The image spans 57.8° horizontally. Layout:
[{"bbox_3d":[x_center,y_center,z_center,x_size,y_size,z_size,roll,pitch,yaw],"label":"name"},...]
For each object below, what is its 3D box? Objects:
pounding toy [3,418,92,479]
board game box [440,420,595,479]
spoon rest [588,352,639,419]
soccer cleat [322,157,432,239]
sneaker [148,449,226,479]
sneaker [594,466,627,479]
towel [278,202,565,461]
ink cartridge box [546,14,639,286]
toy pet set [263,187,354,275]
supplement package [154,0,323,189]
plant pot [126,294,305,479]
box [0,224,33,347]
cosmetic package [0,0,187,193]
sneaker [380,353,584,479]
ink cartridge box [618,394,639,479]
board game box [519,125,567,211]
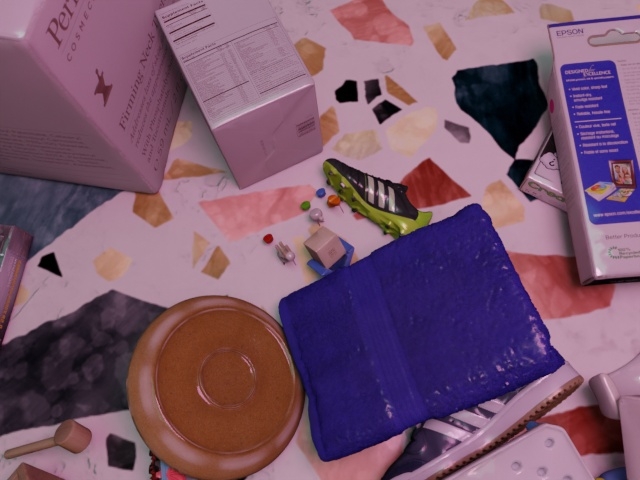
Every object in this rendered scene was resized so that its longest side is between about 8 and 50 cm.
[{"bbox_3d":[-0.343,0.330,0.724,0.206,0.094,0.181,-52,37,-12],"label":"pounding toy"},{"bbox_3d":[0.173,0.448,0.610,0.390,0.050,0.390,-30,87,1],"label":"board game box"},{"bbox_3d":[0.461,0.164,0.745,0.276,0.084,0.137,-12,72,-14],"label":"spoon rest"},{"bbox_3d":[0.082,-0.067,0.850,0.179,0.060,0.072,40,69,8],"label":"soccer cleat"},{"bbox_3d":[-0.155,0.259,0.752,0.125,0.104,0.261,8,62,-23],"label":"sneaker"},{"bbox_3d":[0.388,0.375,0.676,0.082,0.069,0.209,-11,71,-2],"label":"sneaker"},{"bbox_3d":[0.106,0.113,0.717,0.308,0.076,0.227,-28,60,19],"label":"towel"},{"bbox_3d":[0.416,-0.128,0.782,0.176,0.069,0.371,-4,75,4],"label":"ink cartridge box"},{"bbox_3d":[0.000,0.000,0.841,0.122,0.065,0.114,-41,39,-12],"label":"toy pet set"},{"bbox_3d":[-0.108,-0.222,0.836,0.149,0.194,0.203,-26,73,-5],"label":"supplement package"},{"bbox_3d":[-0.120,0.175,0.732,0.236,0.032,0.236,14,59,-23],"label":"plant pot"},{"bbox_3d":[-0.564,0.059,0.849,0.231,0.056,0.183,5,72,5],"label":"box"},{"bbox_3d":[-0.389,-0.297,0.776,0.327,0.393,0.329,9,74,7],"label":"cosmetic package"},{"bbox_3d":[0.166,0.199,0.735,0.282,0.099,0.153,-36,61,3],"label":"sneaker"},{"bbox_3d":[0.527,0.269,0.636,0.353,0.119,0.207,1,81,-13],"label":"ink cartridge box"},{"bbox_3d":[0.470,-0.091,0.829,0.305,0.053,0.193,28,77,12],"label":"board game box"}]
